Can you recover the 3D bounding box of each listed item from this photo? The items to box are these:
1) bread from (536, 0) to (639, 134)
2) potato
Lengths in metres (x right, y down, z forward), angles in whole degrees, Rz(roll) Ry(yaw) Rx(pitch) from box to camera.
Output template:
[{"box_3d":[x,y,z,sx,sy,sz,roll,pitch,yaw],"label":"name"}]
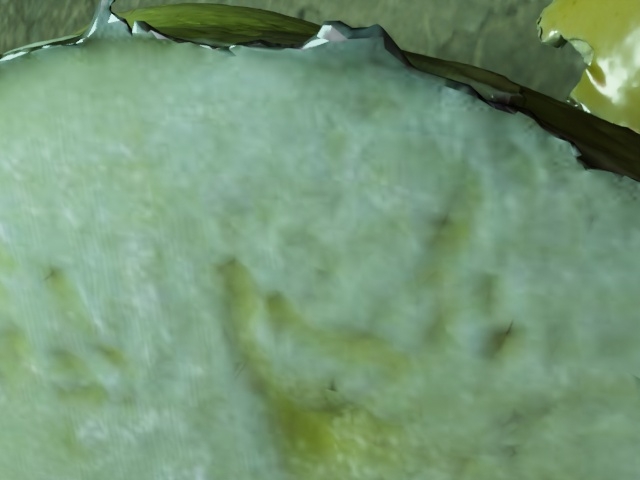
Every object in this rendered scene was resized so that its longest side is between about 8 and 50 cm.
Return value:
[{"box_3d":[0.173,-0.098,0.574,0.173,0.085,0.134,-47,54,32],"label":"bread"},{"box_3d":[0.000,0.000,0.631,0.397,0.296,0.290,-18,111,26],"label":"potato"}]
